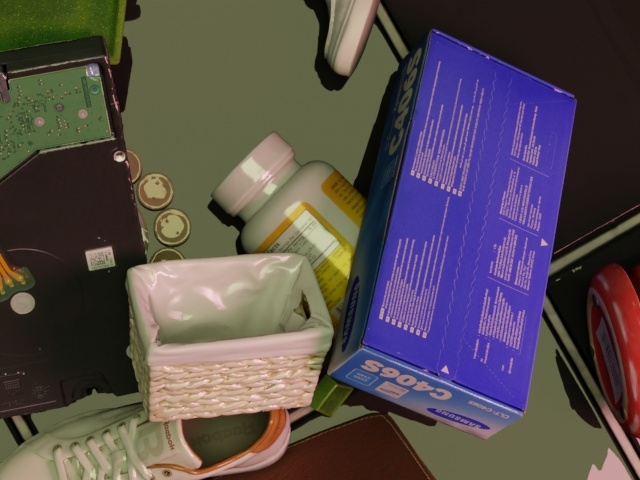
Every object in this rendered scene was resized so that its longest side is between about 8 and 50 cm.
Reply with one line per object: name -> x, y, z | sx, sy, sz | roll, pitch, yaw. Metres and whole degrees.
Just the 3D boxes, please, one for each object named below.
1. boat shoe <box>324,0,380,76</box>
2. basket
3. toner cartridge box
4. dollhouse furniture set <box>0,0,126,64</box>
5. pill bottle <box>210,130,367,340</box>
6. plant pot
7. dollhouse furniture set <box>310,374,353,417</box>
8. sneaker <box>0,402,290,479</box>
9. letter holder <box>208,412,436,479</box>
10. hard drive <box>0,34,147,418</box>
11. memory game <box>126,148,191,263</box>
boat shoe -> 0.023, -0.271, 1.649 | 0.081, 0.079, 0.227 | 11, 80, 5
basket -> -0.084, 0.087, 1.507 | 0.167, 0.103, 0.113 | -5, 42, -15
toner cartridge box -> 0.125, -0.010, 1.550 | 0.165, 0.075, 0.348 | 23, 58, -14
dollhouse furniture set -> -0.245, -0.328, 1.492 | 0.151, 0.197, 0.301 | 2, 122, -14
pill bottle -> 0.000, 0.000, 1.600 | 0.208, 0.117, 0.117 | 44, 83, -1
plant pot -> 0.350, 0.090, 1.593 | 0.174, 0.191, 0.191 | -11, 87, -4
dollhouse furniture set -> -0.039, 0.104, 1.637 | 0.151, 0.058, 0.076 | 38, 91, 17
sneaker -> -0.171, 0.188, 1.560 | 0.290, 0.123, 0.106 | -18, 74, -6
letter holder -> -0.026, 0.314, 1.574 | 0.302, 0.214, 0.152 | -24, 120, -9
hard drive -> -0.277, -0.002, 1.523 | 0.237, 0.064, 0.339 | -12, 119, -6
memory game -> -0.216, -0.001, 1.633 | 0.186, 0.012, 0.186 | 0, 86, -5
